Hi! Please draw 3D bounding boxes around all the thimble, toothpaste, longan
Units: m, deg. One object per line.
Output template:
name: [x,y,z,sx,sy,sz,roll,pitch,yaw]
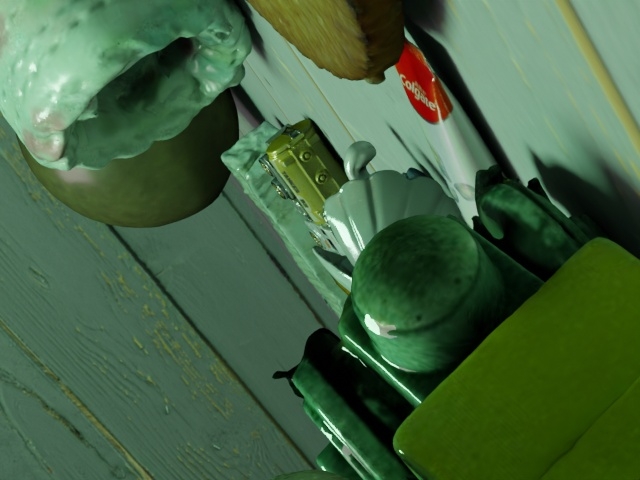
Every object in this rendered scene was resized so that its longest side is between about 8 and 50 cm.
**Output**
thimble: [-0.154,-0.154,1.209,0.149,0.185,0.211,52,-149,15]
toothpaste: [0.075,-0.023,0.769,0.190,0.031,0.048,57,177,-37]
longan: [-0.195,-0.123,1.672,0.248,0.248,0.248,51,176,4]

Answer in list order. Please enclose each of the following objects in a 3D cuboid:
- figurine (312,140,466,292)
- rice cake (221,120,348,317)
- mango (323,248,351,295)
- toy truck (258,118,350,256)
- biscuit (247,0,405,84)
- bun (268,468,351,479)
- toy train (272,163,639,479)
figurine: [0.045,-0.008,0.973,0.094,0.086,0.082,11,-161,-6]
rice cake: [0.000,0.000,1.639,0.063,0.066,0.336,48,176,38]
mango: [0.040,0.023,1.489,0.079,0.057,0.114,46,-177,18]
toy truck: [0.000,-0.042,1.333,0.123,0.052,0.063,55,169,-25]
biscuit: [-0.060,-0.192,0.680,0.305,0.038,0.305,51,175,7]
bun: [0.031,0.179,0.578,0.212,0.126,0.204,44,165,-18]
toy train: [0.135,0.129,0.704,0.237,0.150,0.369,40,172,40]
